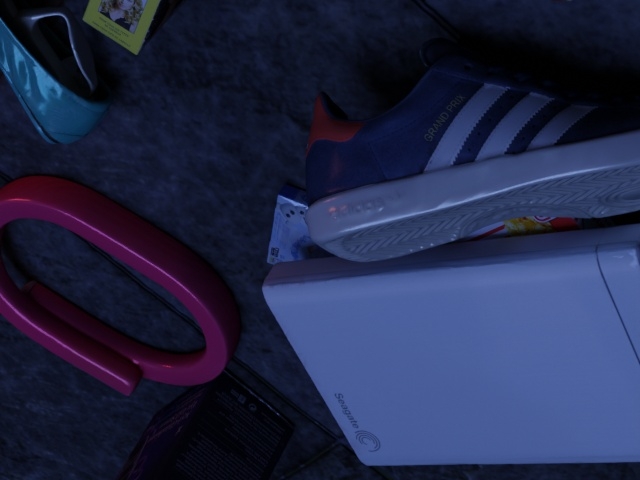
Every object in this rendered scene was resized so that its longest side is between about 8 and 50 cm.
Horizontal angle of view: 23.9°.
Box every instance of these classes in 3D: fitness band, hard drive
[{"bbox_3d":[-0.217,0.050,1.522,0.291,0.054,0.209,31,135,-3],"label":"fitness band"},{"bbox_3d":[0.147,0.101,1.303,0.353,0.047,0.233,-6,127,34],"label":"hard drive"}]

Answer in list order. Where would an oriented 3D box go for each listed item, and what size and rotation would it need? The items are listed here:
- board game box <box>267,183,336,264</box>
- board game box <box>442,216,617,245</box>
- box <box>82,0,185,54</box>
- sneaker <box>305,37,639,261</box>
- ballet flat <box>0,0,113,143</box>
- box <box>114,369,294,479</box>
[{"bbox_3d":[0.000,0.000,1.375,0.090,0.020,0.090,22,137,10],"label":"board game box"},{"bbox_3d":[0.171,0.028,1.290,0.147,0.045,0.193,47,135,-17],"label":"board game box"},{"bbox_3d":[-0.111,-0.252,1.151,0.058,0.087,0.232,32,139,1],"label":"box"},{"bbox_3d":[0.151,-0.092,1.143,0.350,0.148,0.131,-10,162,11],"label":"sneaker"},{"bbox_3d":[-0.263,-0.196,1.304,0.087,0.083,0.247,-29,115,17],"label":"ballet flat"},{"bbox_3d":[-0.142,0.260,1.561,0.108,0.207,0.153,41,136,-12],"label":"box"}]
